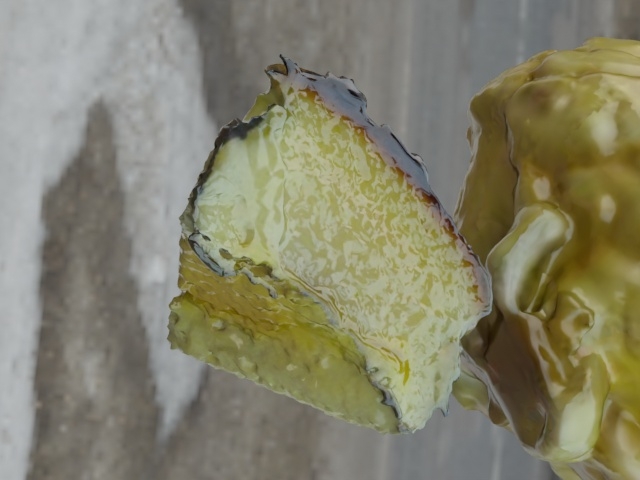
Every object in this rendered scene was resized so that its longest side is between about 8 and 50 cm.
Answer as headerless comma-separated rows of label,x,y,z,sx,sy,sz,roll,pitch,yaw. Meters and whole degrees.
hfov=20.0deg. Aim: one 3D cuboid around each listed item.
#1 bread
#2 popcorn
bread,0.000,0.000,0.939,0.140,0.169,0.160,-57,156,-31
popcorn,0.266,0.034,1.485,0.344,0.354,0.390,69,27,-58
